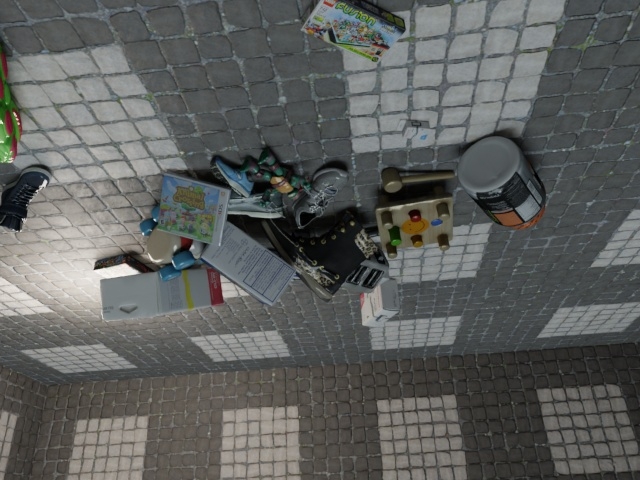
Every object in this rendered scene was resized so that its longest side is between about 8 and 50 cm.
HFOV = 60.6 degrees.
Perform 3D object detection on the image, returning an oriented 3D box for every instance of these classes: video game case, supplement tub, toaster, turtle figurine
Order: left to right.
[{"bbox_3d":[-0.394,-0.096,1.699,0.213,0.023,0.193,15,111,4],"label":"video game case"},{"bbox_3d":[-0.124,-0.172,1.668,0.175,0.118,0.234,-33,126,20],"label":"turtle figurine"},{"bbox_3d":[0.153,0.111,2.153,0.168,0.110,0.185,18,117,-31],"label":"toaster"},{"bbox_3d":[0.563,-0.162,1.666,0.194,0.193,0.316,-20,147,29],"label":"supplement tub"}]

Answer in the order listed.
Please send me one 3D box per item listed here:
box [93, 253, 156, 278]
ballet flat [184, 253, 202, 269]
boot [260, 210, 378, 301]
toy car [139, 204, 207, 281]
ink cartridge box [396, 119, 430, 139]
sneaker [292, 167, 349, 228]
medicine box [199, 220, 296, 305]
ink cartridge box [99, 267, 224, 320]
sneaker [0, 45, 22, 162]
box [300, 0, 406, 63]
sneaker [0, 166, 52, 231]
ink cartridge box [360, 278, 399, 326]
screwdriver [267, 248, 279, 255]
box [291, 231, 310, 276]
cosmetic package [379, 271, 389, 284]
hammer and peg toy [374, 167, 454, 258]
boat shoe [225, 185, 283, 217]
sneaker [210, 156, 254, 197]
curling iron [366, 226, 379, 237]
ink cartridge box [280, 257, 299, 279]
[{"bbox_3d":[-0.786,0.135,2.247,0.159,0.044,0.233,-13,150,18],"label":"box"},{"bbox_3d":[-0.491,0.064,2.129,0.188,0.070,0.070,-26,144,31],"label":"ballet flat"},{"bbox_3d":[0.000,0.000,1.917,0.284,0.138,0.377,-41,103,0],"label":"boot"},{"bbox_3d":[-0.465,-0.008,1.911,0.238,0.219,0.210,-17,167,-45],"label":"toy car"},{"bbox_3d":[0.259,-0.311,1.536,0.083,0.028,0.048,2,151,-8],"label":"ink cartridge box"},{"bbox_3d":[0.006,-0.131,1.752,0.105,0.115,0.281,13,148,-26],"label":"sneaker"},{"bbox_3d":[-0.255,0.084,1.885,0.289,0.149,0.263,37,169,-7],"label":"medicine box"},{"bbox_3d":[-0.600,0.201,2.103,0.279,0.160,0.385,-9,176,24],"label":"ink cartridge box"},{"bbox_3d":[-0.819,-0.334,1.238,0.202,0.185,0.483,3,150,-18],"label":"sneaker"},{"bbox_3d":[0.072,-0.476,1.208,0.207,0.036,0.114,13,147,-27],"label":"box"},{"bbox_3d":[-0.900,-0.116,1.654,0.226,0.163,0.086,-24,143,32],"label":"sneaker"},{"bbox_3d":[0.268,0.285,2.497,0.092,0.158,0.218,9,149,-20],"label":"ink cartridge box"},{"bbox_3d":[-0.142,0.061,2.193,0.170,0.024,0.025,17,175,-34],"label":"screwdriver"},{"bbox_3d":[-0.084,0.055,2.076,0.072,0.126,0.137,4,151,-9],"label":"box"},{"bbox_3d":[0.167,0.133,2.310,0.239,0.060,0.099,16,148,-30],"label":"cosmetic package"},{"bbox_3d":[0.318,-0.087,1.815,0.266,0.127,0.361,-8,144,6],"label":"hammer and peg toy"},{"bbox_3d":[-0.277,-0.140,1.767,0.320,0.116,0.099,6,108,-3],"label":"boat shoe"},{"bbox_3d":[-0.268,-0.202,1.668,0.063,0.073,0.162,13,155,51],"label":"sneaker"},{"bbox_3d":[0.223,-0.042,2.022,0.274,0.035,0.068,-15,145,21],"label":"curling iron"},{"bbox_3d":[-0.087,0.112,2.220,0.175,0.072,0.127,-10,161,11],"label":"ink cartridge box"}]
